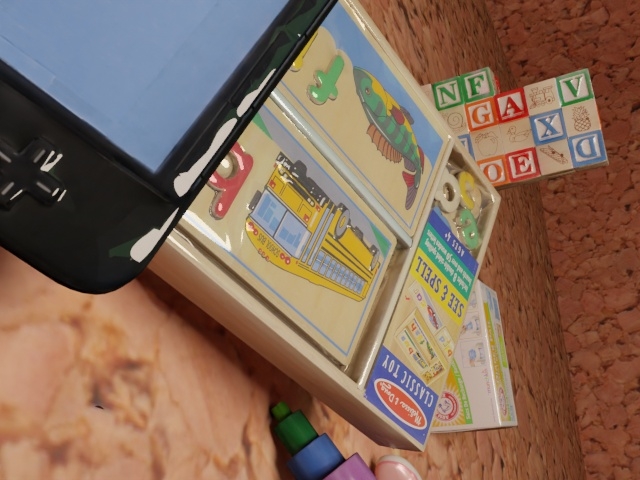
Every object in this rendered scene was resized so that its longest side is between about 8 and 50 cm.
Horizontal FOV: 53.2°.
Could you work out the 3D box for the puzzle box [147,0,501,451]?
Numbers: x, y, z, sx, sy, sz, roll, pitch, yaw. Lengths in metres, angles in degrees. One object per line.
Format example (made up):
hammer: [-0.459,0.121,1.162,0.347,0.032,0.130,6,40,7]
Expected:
puzzle box: [-0.009,-0.055,0.480,0.409,0.052,0.272,44,56,-31]

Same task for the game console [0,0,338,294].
game console: [-0.092,-0.164,0.250,0.250,0.173,0.293,38,68,-16]

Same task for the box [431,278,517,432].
box: [0.207,0.171,0.923,0.114,0.103,0.203,25,56,-59]

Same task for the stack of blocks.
stack of blocks: [0.251,-0.160,0.946,0.087,0.297,0.171,-3,82,-64]

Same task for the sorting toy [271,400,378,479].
sorting toy: [-0.072,0.169,0.396,0.126,0.127,0.365,51,17,16]

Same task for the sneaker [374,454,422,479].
sneaker: [0.087,0.300,0.675,0.070,0.050,0.134,-48,125,-66]
